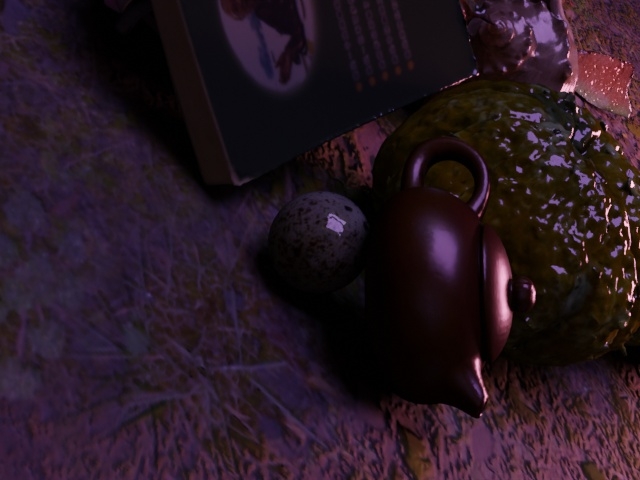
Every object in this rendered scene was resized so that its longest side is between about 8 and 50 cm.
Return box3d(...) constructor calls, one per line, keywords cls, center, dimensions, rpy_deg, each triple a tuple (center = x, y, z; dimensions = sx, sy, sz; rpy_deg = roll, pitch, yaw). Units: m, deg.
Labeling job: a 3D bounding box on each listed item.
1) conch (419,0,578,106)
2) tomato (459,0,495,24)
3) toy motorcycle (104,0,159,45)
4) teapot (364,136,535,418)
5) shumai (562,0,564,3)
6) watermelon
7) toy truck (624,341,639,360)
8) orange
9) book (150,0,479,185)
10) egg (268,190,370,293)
box3d(cls="conch", center=(0.204, -0.227, 1.863), dimensions=(0.186, 0.263, 0.324), rpy_deg=(22, -8, -4))
box3d(cls="tomato", center=(0.057, -0.288, 1.683), dimensions=(0.256, 0.224, 0.256), rpy_deg=(-1, 90, -65))
box3d(cls="toy motorcycle", center=(-0.102, -0.218, 1.474), dimensions=(0.327, 0.143, 0.188), rpy_deg=(48, 28, -29))
box3d(cls="teapot", center=(0.109, 0.026, 1.306), dimensions=(0.178, 0.135, 0.252), rpy_deg=(77, 16, -62))
box3d(cls="shumai", center=(0.199, -0.461, 2.227), dimensions=(0.283, 0.217, 0.346), rpy_deg=(27, 32, -34))
box3d(cls="watermelon", center=(0.398, -0.258, 2.397), dimensions=(0.155, 0.080, 0.101), rpy_deg=(12, 26, -24))
box3d(cls="toy truck", center=(0.370, 0.070, 1.695), dimensions=(0.210, 0.148, 0.187), rpy_deg=(8, -1, -21))
box3d(cls="orange", center=(0.193, -0.020, 1.492), dimensions=(0.300, 0.223, 0.301), rpy_deg=(10, 40, -43))
box3d(cls="book", center=(-0.002, -0.222, 1.436), dimensions=(0.371, 0.043, 0.260), rpy_deg=(-26, 106, -44))
box3d(cls="egg", center=(0.000, 0.000, 1.320), dimensions=(0.085, 0.085, 0.110), rpy_deg=(41, 16, -6))
